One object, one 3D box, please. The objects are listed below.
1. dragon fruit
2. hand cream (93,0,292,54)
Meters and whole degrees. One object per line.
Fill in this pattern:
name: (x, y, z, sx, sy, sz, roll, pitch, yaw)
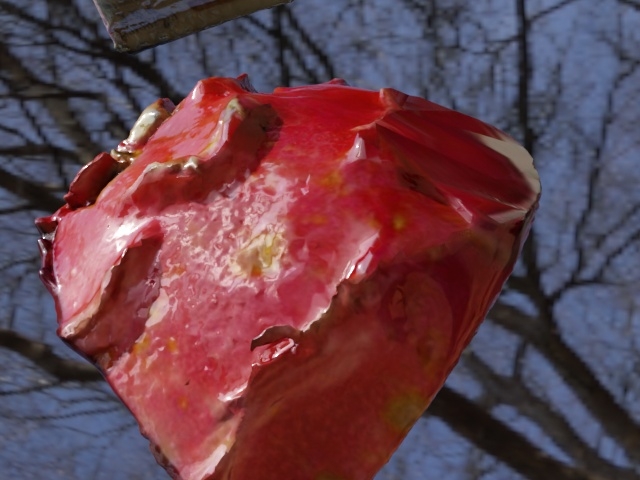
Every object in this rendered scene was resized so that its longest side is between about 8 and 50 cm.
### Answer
dragon fruit: (0.000, 0.000, 0.742, 0.163, 0.189, 0.262, 63, -163, -14)
hand cream: (-0.060, -0.114, 0.460, 0.143, 0.061, 0.039, 61, -150, -28)
